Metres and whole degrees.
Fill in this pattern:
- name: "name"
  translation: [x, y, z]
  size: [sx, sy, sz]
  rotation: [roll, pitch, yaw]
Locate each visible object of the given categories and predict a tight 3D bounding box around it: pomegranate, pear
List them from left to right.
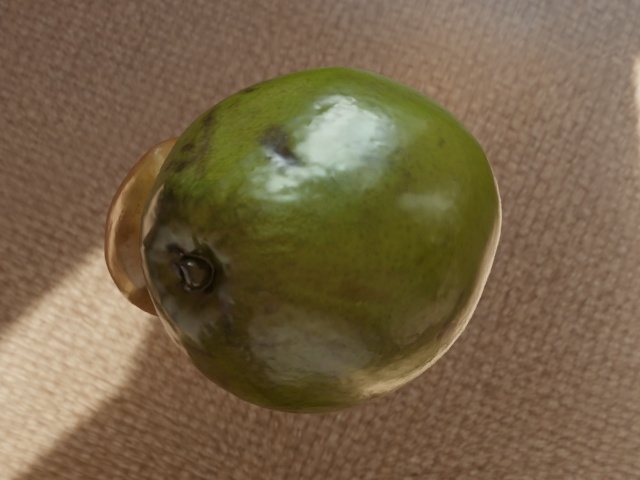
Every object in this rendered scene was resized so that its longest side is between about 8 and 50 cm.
- name: "pomegranate"
  translation: [-0.118, -0.007, 1.182]
  size: [0.191, 0.191, 0.191]
  rotation: [0, 76, -2]
- name: "pear"
  translation: [0.000, 0.000, 0.749]
  size: [0.212, 0.269, 0.212]
  rotation: [4, 99, 28]
